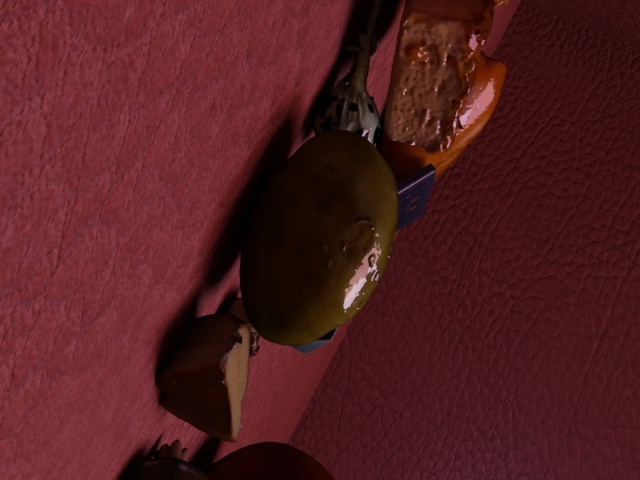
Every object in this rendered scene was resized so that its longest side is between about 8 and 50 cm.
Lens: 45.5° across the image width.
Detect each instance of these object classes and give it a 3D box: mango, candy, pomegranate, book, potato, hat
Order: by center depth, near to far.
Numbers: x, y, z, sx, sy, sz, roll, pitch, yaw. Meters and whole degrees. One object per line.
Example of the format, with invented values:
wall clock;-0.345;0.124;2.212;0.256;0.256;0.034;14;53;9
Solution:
potato;0.000;0.000;0.868;0.148;0.186;0.253;12;108;-49
candy;0.058;-0.235;0.912;0.091;0.083;0.305;-112;-146;-61
pomegranate;-0.189;0.311;0.954;0.142;0.114;0.114;-98;-153;-62
hat;-0.104;0.110;0.996;0.077;0.059;0.076;-19;119;-85
book;0.096;-0.030;1.451;0.269;0.025;0.191;-31;160;-15
mango;0.210;-0.230;1.480;0.199;0.201;0.350;6;129;-38

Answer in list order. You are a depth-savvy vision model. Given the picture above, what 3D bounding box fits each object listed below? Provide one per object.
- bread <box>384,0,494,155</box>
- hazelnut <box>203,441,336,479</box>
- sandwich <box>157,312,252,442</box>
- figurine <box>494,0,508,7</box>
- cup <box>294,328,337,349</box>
bread;0.154;-0.261;0.989;0.275;0.114;0.185;-72;171;-50
hazelnut;-0.117;0.563;1.358;0.409;0.359;0.359;-56;172;9
sandwich;-0.133;0.159;0.899;0.244;0.088;0.090;97;13;-55
figurine;0.330;-0.534;1.315;0.208;0.181;0.257;-13;-147;46
cup;-0.029;0.121;1.261;0.236;0.148;0.134;100;-8;-73
